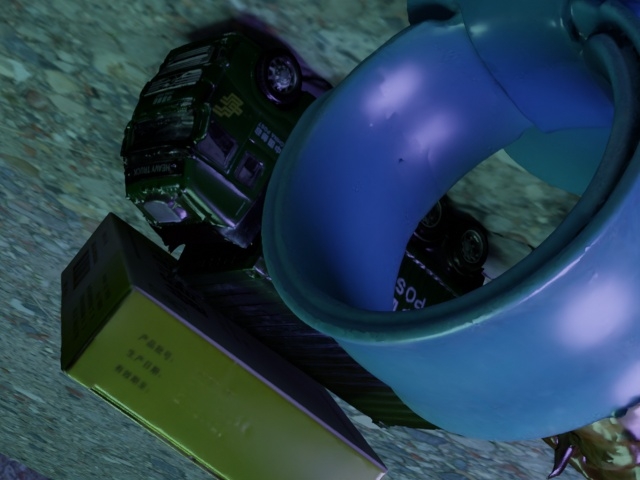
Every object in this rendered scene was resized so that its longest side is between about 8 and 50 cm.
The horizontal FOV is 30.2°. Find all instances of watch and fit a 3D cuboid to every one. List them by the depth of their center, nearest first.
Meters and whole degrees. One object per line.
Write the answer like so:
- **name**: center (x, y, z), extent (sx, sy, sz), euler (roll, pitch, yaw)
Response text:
- **watch**: center (0.081, -0.026, 0.460), extent (0.211, 0.193, 0.211), euler (21, 159, 9)

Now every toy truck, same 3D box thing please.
- **toy truck**: center (0.000, 0.000, 0.685), extent (0.259, 0.121, 0.088), euler (40, 152, -31)

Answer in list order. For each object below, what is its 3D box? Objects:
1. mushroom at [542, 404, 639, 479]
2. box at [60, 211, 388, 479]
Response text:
- **mushroom**: center (0.224, 0.069, 0.574), extent (0.278, 0.163, 0.297), euler (27, 158, -28)
- **box**: center (-0.072, 0.073, 0.730), extent (0.175, 0.062, 0.260), euler (39, 180, -16)
